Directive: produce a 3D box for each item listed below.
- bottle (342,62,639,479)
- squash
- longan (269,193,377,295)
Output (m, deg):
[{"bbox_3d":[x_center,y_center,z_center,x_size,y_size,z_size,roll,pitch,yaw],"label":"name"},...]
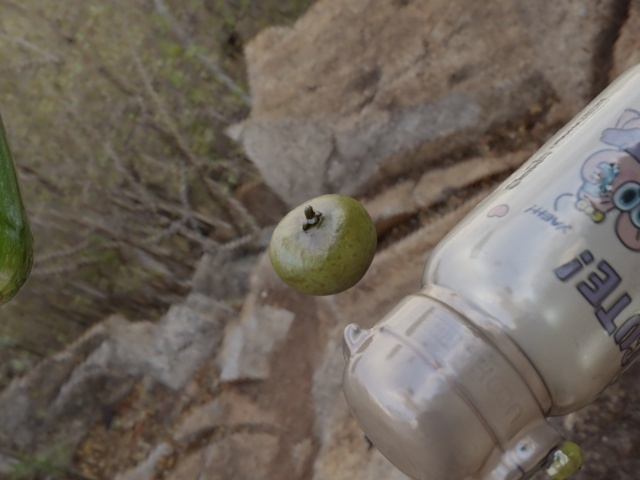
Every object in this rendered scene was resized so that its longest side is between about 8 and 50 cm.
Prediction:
[{"bbox_3d":[0.107,0.024,0.546,0.209,0.110,0.097,-42,-17,-15],"label":"bottle"},{"bbox_3d":[-0.223,-0.054,0.767,0.066,0.066,0.229,-46,52,30],"label":"squash"},{"bbox_3d":[0.000,0.000,0.848,0.075,0.083,0.075,-10,57,15],"label":"longan"}]
